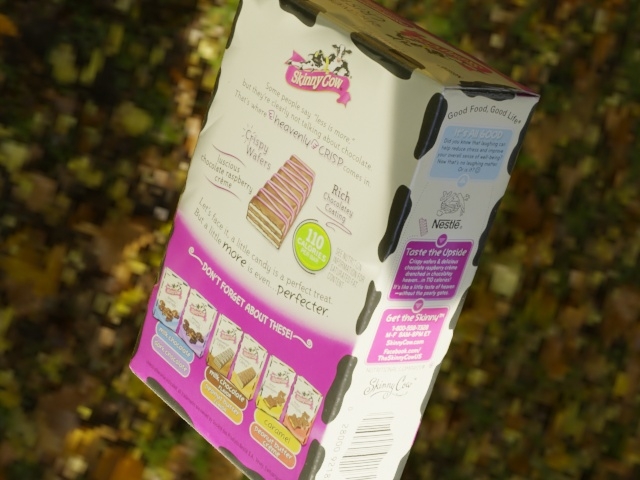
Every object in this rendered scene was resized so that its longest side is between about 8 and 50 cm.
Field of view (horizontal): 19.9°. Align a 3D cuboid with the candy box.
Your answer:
[{"bbox_3d":[0.000,0.000,0.927,0.071,0.159,0.233,-1,117,-42],"label":"candy box"}]
